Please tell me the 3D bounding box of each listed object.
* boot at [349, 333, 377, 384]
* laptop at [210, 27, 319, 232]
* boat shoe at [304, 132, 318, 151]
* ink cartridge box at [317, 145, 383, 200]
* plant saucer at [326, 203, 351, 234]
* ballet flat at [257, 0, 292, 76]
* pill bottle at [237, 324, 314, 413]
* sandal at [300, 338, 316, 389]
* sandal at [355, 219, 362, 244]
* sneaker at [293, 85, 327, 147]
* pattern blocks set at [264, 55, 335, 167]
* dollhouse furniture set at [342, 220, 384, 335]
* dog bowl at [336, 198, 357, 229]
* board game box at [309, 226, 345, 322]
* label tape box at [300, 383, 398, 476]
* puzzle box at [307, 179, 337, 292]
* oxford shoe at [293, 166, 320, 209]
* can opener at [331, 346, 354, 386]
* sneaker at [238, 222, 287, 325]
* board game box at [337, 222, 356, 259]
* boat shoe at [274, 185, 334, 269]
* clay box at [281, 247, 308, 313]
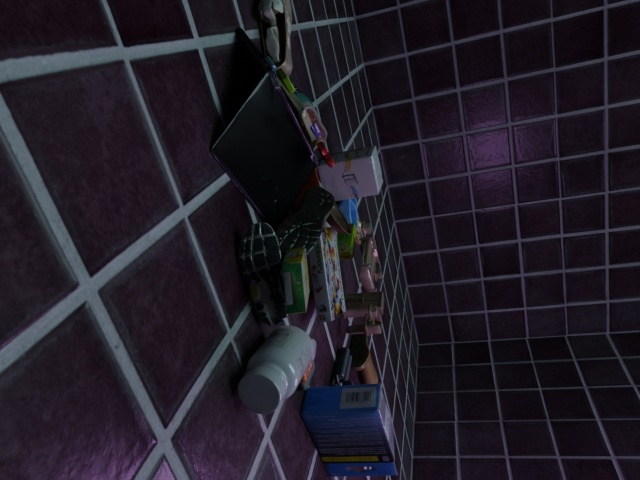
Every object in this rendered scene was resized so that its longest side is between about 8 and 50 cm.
[{"bbox_3d":[0.200,0.571,2.117,0.236,0.089,0.269,-68,147,-58],"label":"boot"},{"bbox_3d":[-0.180,-0.311,1.375,0.408,0.236,0.382,59,0,37],"label":"laptop"},{"bbox_3d":[-0.062,-0.276,1.609,0.073,0.080,0.223,122,-13,-70],"label":"boat shoe"},{"bbox_3d":[0.129,-0.279,2.000,0.171,0.233,0.168,-64,144,-62],"label":"ink cartridge box"},{"bbox_3d":[0.039,-0.095,1.692,0.198,0.036,0.198,50,15,-18],"label":"plant saucer"},{"bbox_3d":[-0.143,-0.672,1.499,0.106,0.108,0.316,-18,99,-74],"label":"ballet flat"},{"bbox_3d":[-0.106,0.309,1.152,0.229,0.131,0.131,-44,125,-69],"label":"pill bottle"},{"bbox_3d":[-0.064,0.365,1.388,0.265,0.076,0.102,94,16,-54],"label":"sandal"},{"bbox_3d":[0.191,-0.065,2.375,0.240,0.079,0.088,62,26,-49],"label":"sandal"},{"bbox_3d":[-0.053,-0.428,1.685,0.302,0.108,0.121,68,-1,-71],"label":"sneaker"},{"bbox_3d":[-0.069,-0.381,1.393,0.325,0.026,0.285,59,0,38],"label":"pattern blocks set"},{"bbox_3d":[0.140,0.158,1.938,0.303,0.174,0.355,-75,153,-53],"label":"dollhouse furniture set"},{"bbox_3d":[0.117,-0.165,2.186,0.166,0.074,0.297,47,40,-63],"label":"dog bowl"},{"bbox_3d":[0.021,0.107,1.609,0.193,0.053,0.305,-7,89,-74],"label":"board game box"},{"bbox_3d":[0.102,0.608,1.520,0.106,0.241,0.333,-76,154,-54],"label":"label tape box"},{"bbox_3d":[0.000,0.000,1.769,0.272,0.052,0.409,52,35,-60],"label":"puzzle box"},{"bbox_3d":[-0.040,-0.180,1.652,0.098,0.097,0.271,66,23,-60],"label":"oxford shoe"},{"bbox_3d":[0.090,0.513,1.794,0.280,0.093,0.074,-75,151,-62],"label":"can opener"},{"bbox_3d":[-0.145,0.082,1.225,0.110,0.107,0.275,-94,178,-70],"label":"sneaker"},{"bbox_3d":[0.097,0.004,2.013,0.181,0.092,0.043,-78,156,-48],"label":"board game box"},{"bbox_3d":[-0.061,-0.028,1.441,0.122,0.120,0.324,38,51,-3],"label":"boat shoe"},{"bbox_3d":[-0.061,0.095,1.235,0.222,0.053,0.127,-88,173,-82],"label":"clay box"}]
